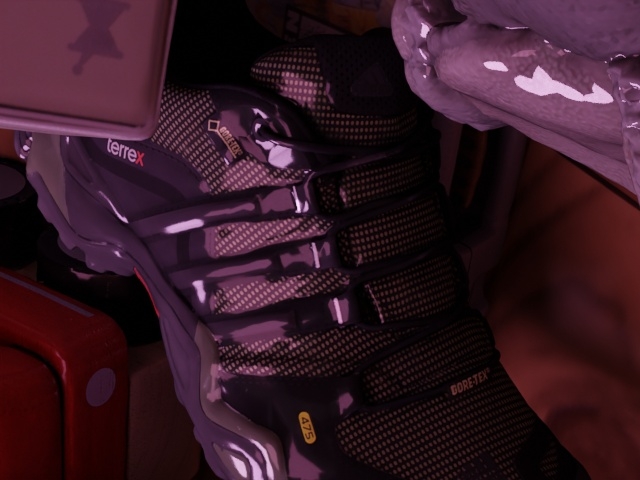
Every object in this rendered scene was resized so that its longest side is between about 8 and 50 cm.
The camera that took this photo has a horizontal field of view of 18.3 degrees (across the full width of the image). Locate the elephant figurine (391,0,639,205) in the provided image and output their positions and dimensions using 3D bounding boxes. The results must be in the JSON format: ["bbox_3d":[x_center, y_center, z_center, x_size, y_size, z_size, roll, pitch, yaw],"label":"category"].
[{"bbox_3d":[0.075,-0.067,0.406,0.186,0.239,0.169,-4,100,7],"label":"elephant figurine"}]

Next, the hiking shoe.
[{"bbox_3d":[0.000,0.000,0.560,0.227,0.086,0.114,46,133,19],"label":"hiking shoe"}]

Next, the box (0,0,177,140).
[{"bbox_3d":[-0.161,-0.103,0.602,0.311,0.148,0.121,10,92,62],"label":"box"}]

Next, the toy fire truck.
[{"bbox_3d":[-0.190,0.040,0.701,0.217,0.246,0.158,22,120,34],"label":"toy fire truck"}]

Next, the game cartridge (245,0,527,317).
[{"bbox_3d":[-0.013,-0.116,0.623,0.198,0.062,0.297,25,121,28],"label":"game cartridge"}]
